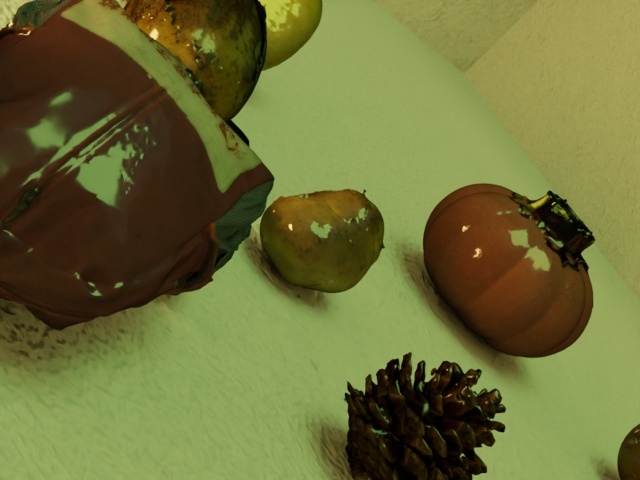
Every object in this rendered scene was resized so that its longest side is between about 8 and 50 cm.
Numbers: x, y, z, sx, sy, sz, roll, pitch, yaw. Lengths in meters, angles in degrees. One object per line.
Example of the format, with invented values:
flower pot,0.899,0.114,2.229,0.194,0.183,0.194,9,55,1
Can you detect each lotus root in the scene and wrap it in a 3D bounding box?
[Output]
lotus root,-0.170,-0.261,1.620,0.196,0.179,0.397,42,21,-20

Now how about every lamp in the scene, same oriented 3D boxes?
lamp,0.308,0.034,1.951,0.305,0.239,0.305,41,17,-15

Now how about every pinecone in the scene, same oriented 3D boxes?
pinecone,0.105,0.189,1.252,0.173,0.173,0.173,41,18,-16

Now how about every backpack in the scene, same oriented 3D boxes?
backpack,-0.206,-0.048,1.032,0.283,0.197,0.317,43,34,-4

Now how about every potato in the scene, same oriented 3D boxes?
potato,0.000,0.000,1.521,0.176,0.137,0.137,-6,50,-42

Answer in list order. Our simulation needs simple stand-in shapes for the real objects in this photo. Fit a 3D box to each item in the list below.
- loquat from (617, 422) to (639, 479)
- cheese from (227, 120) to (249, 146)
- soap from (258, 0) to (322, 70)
loquat,0.561,0.366,1.904,0.227,0.179,0.179,40,18,-24
cheese,-0.134,-0.122,1.625,0.086,0.036,0.162,44,17,-13
soap,-0.186,-0.445,1.926,0.427,0.115,0.306,47,54,-1
